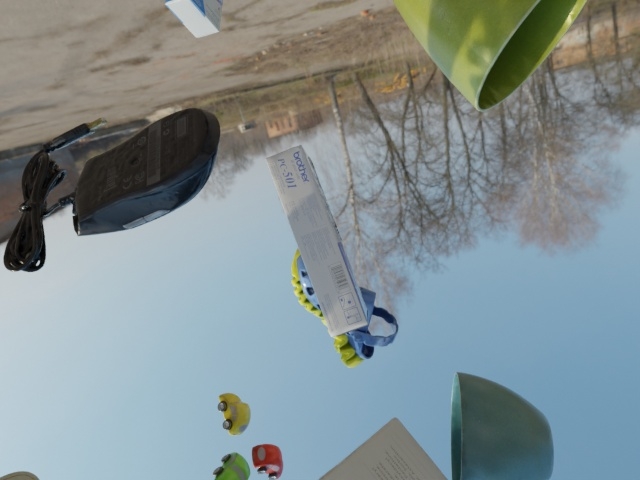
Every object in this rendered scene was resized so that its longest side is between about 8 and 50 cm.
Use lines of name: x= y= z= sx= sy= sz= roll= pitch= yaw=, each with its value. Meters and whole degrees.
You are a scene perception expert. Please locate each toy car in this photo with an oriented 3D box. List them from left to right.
toy car: x=-0.161 y=0.458 z=1.015 sx=0.053 sy=0.239 sz=0.225 roll=-33 pitch=-176 yaw=13

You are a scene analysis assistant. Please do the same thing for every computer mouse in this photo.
computer mouse: x=-0.214 y=-0.076 z=0.511 sx=0.262 sy=0.060 sz=0.184 roll=-27 pitch=-127 yaw=10

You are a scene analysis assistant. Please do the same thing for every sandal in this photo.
sandal: x=0.056 y=0.124 z=0.967 sx=0.138 sy=0.317 sz=0.126 roll=-19 pitch=-148 yaw=27

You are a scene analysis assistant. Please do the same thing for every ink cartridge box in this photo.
ink cartridge box: x=-0.213 y=-0.434 z=0.817 sx=0.052 sy=0.122 sz=0.088 roll=-5 pitch=162 yaw=22
ink cartridge box: x=0.000 y=0.000 z=0.552 sx=0.046 sy=0.207 sz=0.097 roll=-20 pitch=179 yaw=5

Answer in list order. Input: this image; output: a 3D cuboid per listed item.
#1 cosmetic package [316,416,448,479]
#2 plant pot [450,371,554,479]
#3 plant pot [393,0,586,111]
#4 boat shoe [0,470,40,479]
cosmetic package: x=0.055 y=0.560 z=0.756 sx=0.329 sy=0.327 sz=0.393 roll=-49 pitch=157 yaw=19
plant pot: x=0.403 y=0.455 z=1.066 sx=0.195 sy=0.290 sz=0.290 roll=2 pitch=-160 yaw=12
plant pot: x=0.259 y=-0.426 z=0.822 sx=0.275 sy=0.293 sz=0.275 roll=-39 pitch=161 yaw=-16
boat shoe: x=-0.538 y=0.420 z=0.674 sx=0.095 sy=0.079 sz=0.254 roll=37 pitch=-161 yaw=19
